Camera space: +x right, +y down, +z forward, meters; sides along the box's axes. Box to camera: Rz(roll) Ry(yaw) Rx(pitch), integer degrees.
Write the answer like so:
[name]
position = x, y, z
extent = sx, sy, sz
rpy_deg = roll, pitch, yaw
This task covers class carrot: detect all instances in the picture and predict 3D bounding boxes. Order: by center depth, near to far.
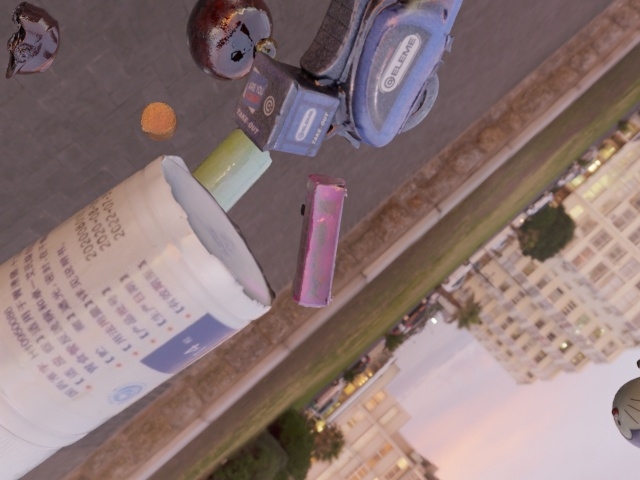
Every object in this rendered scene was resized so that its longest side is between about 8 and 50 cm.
[carrot]
position = -0.287, -0.210, 1.098
extent = 0.067, 0.067, 0.225
rpy_deg = -42, -164, -5

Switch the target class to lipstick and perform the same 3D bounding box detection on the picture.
[lipstick]
position = -0.181, -0.032, 0.836
extent = 0.304, 0.076, 0.076
rpy_deg = -51, 173, -21

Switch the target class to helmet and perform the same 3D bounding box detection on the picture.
[helmet]
position = -0.456, -0.313, 0.984
extent = 0.070, 0.098, 0.123
rpy_deg = 4, 109, -35

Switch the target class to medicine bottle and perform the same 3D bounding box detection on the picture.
[medicine bottle]
position = -0.233, 0.081, 0.622
extent = 0.332, 0.190, 0.190
rpy_deg = -34, 169, 3

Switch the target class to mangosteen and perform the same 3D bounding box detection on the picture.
[mangosteen]
position = -0.190, -0.456, 1.378
extent = 0.216, 0.216, 0.216
rpy_deg = -41, 169, -10

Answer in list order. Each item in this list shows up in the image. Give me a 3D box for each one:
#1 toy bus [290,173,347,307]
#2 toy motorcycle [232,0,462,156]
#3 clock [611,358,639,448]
[toy bus]
position = -0.001, 0.000, 1.297
extent = 0.112, 0.090, 0.274
rpy_deg = -138, -125, -80
[toy motorcycle]
position = 0.059, -0.248, 0.614
extent = 0.212, 0.125, 0.358
rpy_deg = 3, 123, -40
[clock]
position = 0.674, 0.298, 1.200
extent = 0.243, 0.146, 0.199
rpy_deg = -62, 175, 9
